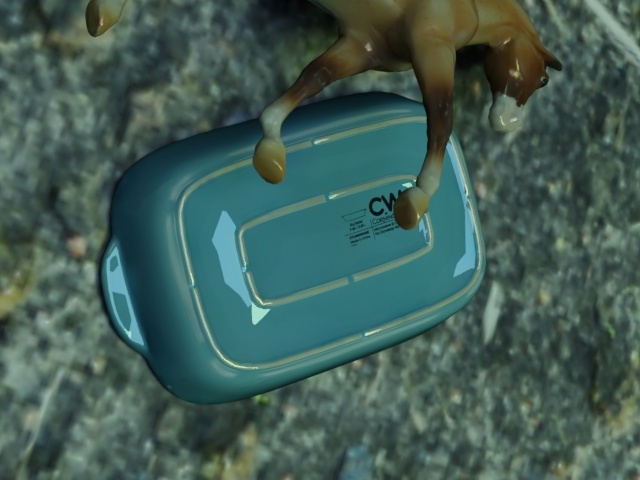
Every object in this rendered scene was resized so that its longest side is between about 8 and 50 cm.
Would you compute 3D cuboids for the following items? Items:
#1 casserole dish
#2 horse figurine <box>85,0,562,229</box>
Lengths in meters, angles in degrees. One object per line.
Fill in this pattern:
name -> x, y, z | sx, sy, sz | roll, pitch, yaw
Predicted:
casserole dish -> 0.000, 0.000, 0.571 | 0.188, 0.037, 0.114 | -17, 96, -30
horse figurine -> -0.014, -0.115, 0.538 | 0.263, 0.066, 0.174 | 38, 49, -8
